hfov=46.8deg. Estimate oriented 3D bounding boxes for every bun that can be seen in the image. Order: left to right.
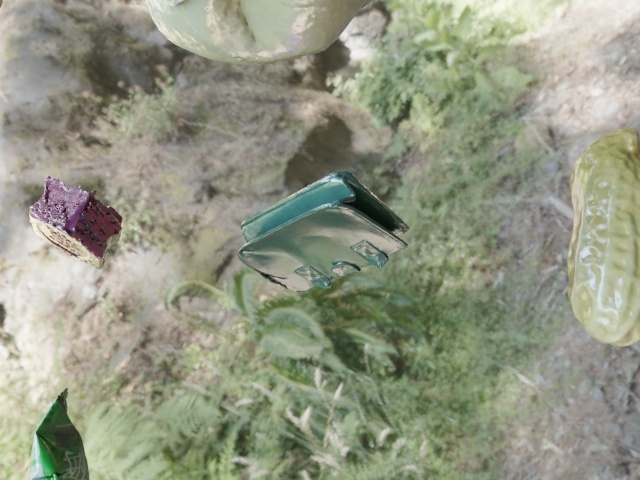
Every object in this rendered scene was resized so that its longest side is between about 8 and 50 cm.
[{"bbox_3d":[-0.029,-0.260,0.593,0.272,0.168,0.273,-25,52,35],"label":"bun"}]

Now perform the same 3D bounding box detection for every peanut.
[{"bbox_3d":[0.256,-0.004,0.635,0.093,0.083,0.194,59,-143,-63],"label":"peanut"}]

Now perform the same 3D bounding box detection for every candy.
[{"bbox_3d":[-0.351,0.320,0.989,0.141,0.078,0.203,96,157,-55],"label":"candy"}]

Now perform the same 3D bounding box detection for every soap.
[{"bbox_3d":[-0.465,-0.037,1.410,0.099,0.162,0.250,-61,9,-18],"label":"soap"}]

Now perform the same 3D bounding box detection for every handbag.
[{"bbox_3d":[-0.001,0.000,1.580,0.326,0.238,0.089,-27,43,36],"label":"handbag"}]

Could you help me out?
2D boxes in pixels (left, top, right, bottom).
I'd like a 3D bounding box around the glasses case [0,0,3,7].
[{"bbox_3d":[-0.697,-0.430,1.407,0.196,0.083,0.050,-35,-11,2],"label":"glasses case"}]
